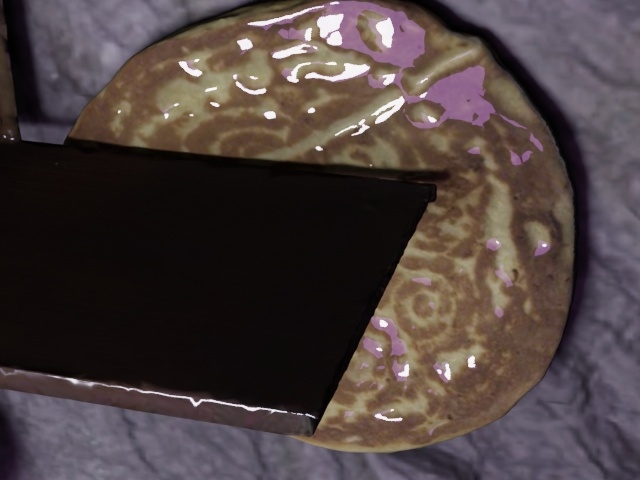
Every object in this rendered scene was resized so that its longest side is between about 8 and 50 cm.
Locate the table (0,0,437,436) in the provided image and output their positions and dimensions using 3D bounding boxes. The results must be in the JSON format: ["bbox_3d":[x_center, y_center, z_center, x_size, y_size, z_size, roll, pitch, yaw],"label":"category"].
[{"bbox_3d":[-0.114,-0.090,0.740,0.282,0.196,0.250,7,120,15],"label":"table"}]

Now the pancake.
[{"bbox_3d":[0.000,0.000,0.897,0.250,0.031,0.250,7,125,10],"label":"pancake"}]
